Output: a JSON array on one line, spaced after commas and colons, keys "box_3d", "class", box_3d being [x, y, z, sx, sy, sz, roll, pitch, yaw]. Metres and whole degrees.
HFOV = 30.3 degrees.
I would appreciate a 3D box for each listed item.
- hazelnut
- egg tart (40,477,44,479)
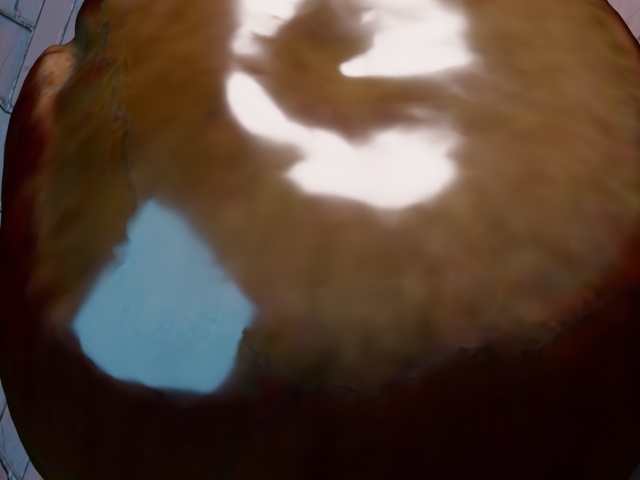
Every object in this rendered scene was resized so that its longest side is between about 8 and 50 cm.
[{"box_3d": [0.000, 0.000, 0.632, 0.359, 0.359, 0.409, -46, 35, 35], "class": "hazelnut"}, {"box_3d": [-0.264, 0.340, 1.059, 0.290, 0.115, 0.290, -23, 60, 48], "class": "egg tart"}]
